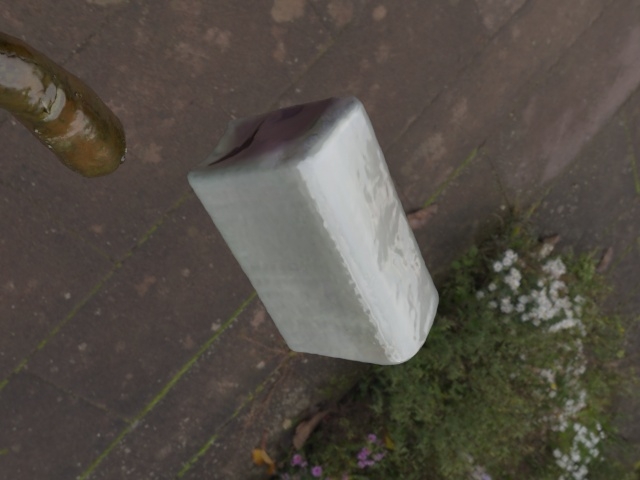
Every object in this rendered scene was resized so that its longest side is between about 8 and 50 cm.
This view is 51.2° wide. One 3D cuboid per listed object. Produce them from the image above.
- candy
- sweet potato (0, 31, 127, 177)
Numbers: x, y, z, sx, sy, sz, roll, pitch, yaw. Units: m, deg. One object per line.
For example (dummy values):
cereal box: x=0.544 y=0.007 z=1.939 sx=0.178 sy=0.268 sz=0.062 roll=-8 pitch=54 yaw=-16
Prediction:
candy: x=0.001 y=0.001 z=0.877 sx=0.145 sy=0.207 sz=0.359 roll=-60 pitch=136 yaw=-41
sweet potato: x=-0.232 y=-0.115 z=0.568 sx=0.075 sy=0.075 sz=0.273 roll=-48 pitch=171 yaw=-4
